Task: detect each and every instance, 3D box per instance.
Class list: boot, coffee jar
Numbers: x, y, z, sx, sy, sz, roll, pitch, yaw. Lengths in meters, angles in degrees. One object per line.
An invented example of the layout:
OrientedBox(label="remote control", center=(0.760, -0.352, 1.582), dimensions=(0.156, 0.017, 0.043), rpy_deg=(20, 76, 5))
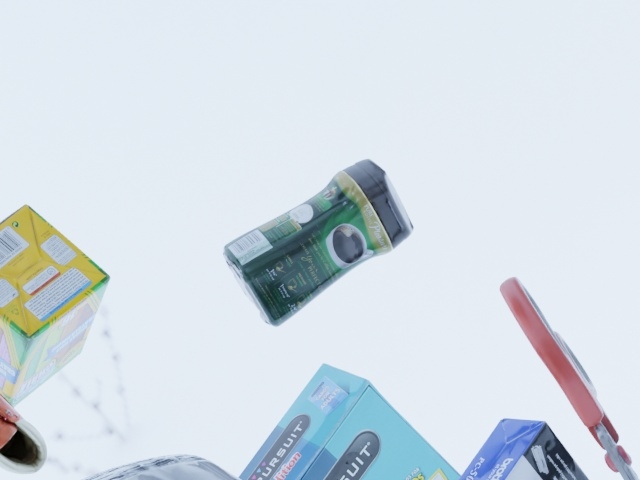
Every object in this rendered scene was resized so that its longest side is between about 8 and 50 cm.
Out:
OrientedBox(label="boot", center=(-0.263, 0.118, 1.193), dimensions=(0.084, 0.158, 0.059), rpy_deg=(24, 69, 45))
OrientedBox(label="coffee jar", center=(0.000, 0.000, 1.622), dimensions=(0.184, 0.096, 0.079), rpy_deg=(-33, 31, -7))

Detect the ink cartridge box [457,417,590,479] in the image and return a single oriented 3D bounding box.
OrientedBox(label="ink cartridge box", center=(0.165, 0.225, 1.075), dimensions=(0.046, 0.207, 0.097), rpy_deg=(-2, 42, 54))

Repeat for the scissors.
OrientedBox(label="scissors", center=(0.181, 0.126, 1.049), dimensions=(0.021, 0.109, 0.297), rpy_deg=(-33, 30, 8))

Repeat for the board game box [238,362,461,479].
OrientedBox(label="board game box", center=(0.046, 0.316, 1.502), dimensions=(0.254, 0.336, 0.079), rpy_deg=(-52, 32, -14))

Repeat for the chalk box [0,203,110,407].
OrientedBox(label="chalk box", center=(-0.343, 0.091, 1.796), dimensions=(0.132, 0.132, 0.213), rpy_deg=(-43, -13, -38))

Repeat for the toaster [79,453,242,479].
OrientedBox(label="toaster", center=(-0.096, 0.229, 1.064), dimensions=(0.146, 0.227, 0.129), rpy_deg=(31, 107, 24))
